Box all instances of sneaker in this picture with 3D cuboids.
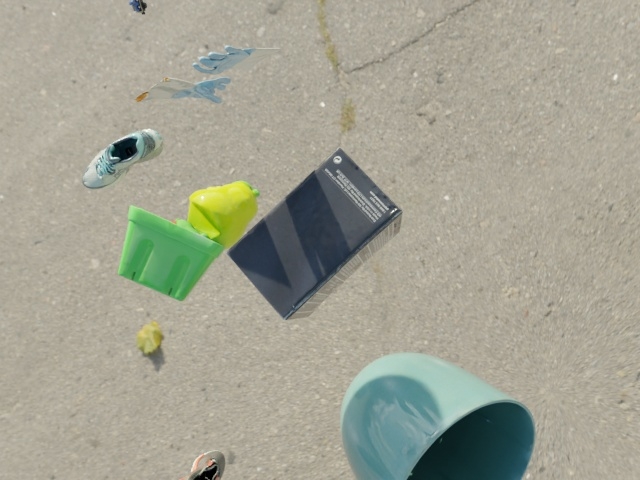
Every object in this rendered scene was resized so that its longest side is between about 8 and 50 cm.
[{"bbox_3d":[-0.609,-0.244,1.709,0.283,0.122,0.110,-31,90,15],"label":"sneaker"},{"bbox_3d":[-0.189,0.402,0.991,0.064,0.158,0.061,-35,88,15],"label":"sneaker"}]

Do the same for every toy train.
[{"bbox_3d":[-0.440,-0.599,1.333,0.027,0.158,0.036,16,42,41],"label":"toy train"}]

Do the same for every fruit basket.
[{"bbox_3d":[-0.343,-0.029,1.534,0.282,0.392,0.392,25,86,-9],"label":"fruit basket"}]

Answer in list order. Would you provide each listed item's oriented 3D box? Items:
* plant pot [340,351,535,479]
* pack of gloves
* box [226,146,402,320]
[{"bbox_3d":[0.169,0.328,0.982,0.293,0.293,0.235,-55,39,1],"label":"plant pot"},{"bbox_3d":[-0.190,-0.289,1.058,0.195,0.232,0.046,-22,97,26],"label":"pack of gloves"},{"bbox_3d":[0.000,0.000,1.184,0.294,0.296,0.183,-44,81,0],"label":"box"}]
